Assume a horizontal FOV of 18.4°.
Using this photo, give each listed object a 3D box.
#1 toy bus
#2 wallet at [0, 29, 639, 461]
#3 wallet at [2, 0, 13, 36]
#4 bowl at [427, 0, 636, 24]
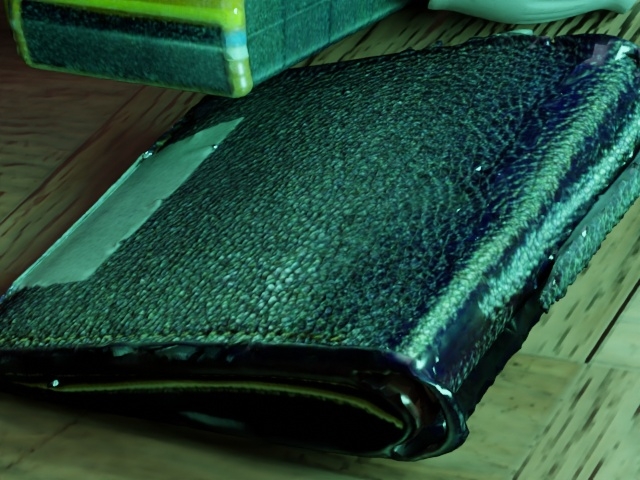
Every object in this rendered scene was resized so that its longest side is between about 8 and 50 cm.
[{"bbox_3d":[-0.028,-0.176,0.957,0.138,0.167,0.275,10,24,25],"label":"toy bus"},{"bbox_3d":[0.000,0.000,0.832,0.262,0.071,0.221,3,40,38],"label":"wallet"},{"bbox_3d":[-0.083,-0.214,1.112,0.241,0.141,0.067,-23,28,-8],"label":"wallet"},{"bbox_3d":[0.140,-0.168,0.965,0.086,0.189,0.189,36,47,1],"label":"bowl"}]
